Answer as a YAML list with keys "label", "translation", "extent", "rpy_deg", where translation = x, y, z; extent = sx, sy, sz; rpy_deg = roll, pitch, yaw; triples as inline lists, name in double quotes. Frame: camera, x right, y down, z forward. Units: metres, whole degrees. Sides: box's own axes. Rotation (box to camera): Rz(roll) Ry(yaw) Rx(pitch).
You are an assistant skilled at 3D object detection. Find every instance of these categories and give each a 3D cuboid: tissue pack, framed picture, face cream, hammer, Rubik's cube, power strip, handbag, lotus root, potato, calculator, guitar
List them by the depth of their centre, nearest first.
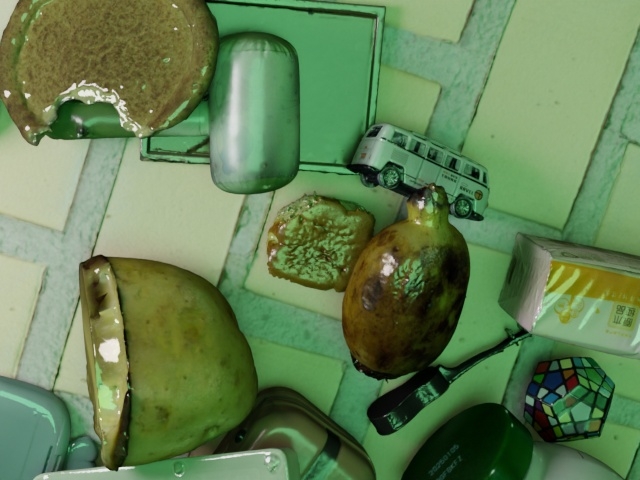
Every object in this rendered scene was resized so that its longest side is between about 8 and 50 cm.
- label: "hammer"
  translation: [-0.193, -0.159, 1.687]
  extent: [0.335, 0.119, 0.206]
  rpy_deg: [-1, 98, 0]
- label: "potato"
  translation: [-0.196, 0.154, 1.719]
  extent: [0.242, 0.285, 0.242]
  rpy_deg: [-13, 141, -11]
- label: "power strip"
  translation: [-0.213, 0.331, 1.724]
  extent: [0.385, 0.062, 0.091]
  rpy_deg: [-9, 82, 17]
- label: "lotus root"
  translation: [0.115, 0.068, 1.735]
  extent: [0.169, 0.141, 0.314]
  rpy_deg: [-24, 138, -43]
- label: "framed picture"
  translation: [-0.077, -0.207, 1.753]
  extent: [0.315, 0.024, 0.232]
  rpy_deg: [4, 101, -8]
- label: "tissue pack"
  translation: [0.377, 0.077, 1.782]
  extent: [0.225, 0.185, 0.124]
  rpy_deg: [12, 100, -8]
- label: "calculator"
  translation: [-0.446, 0.274, 1.798]
  extent: [0.299, 0.041, 0.185]
  rpy_deg: [18, 99, -11]
- label: "face cream"
  translation: [0.294, 0.411, 1.806]
  extent: [0.357, 0.219, 0.312]
  rpy_deg: [44, 123, -16]
- label: "handbag"
  translation: [-0.044, 0.384, 1.818]
  extent: [0.283, 0.149, 0.302]
  rpy_deg: [34, 94, -14]
- label: "guitar"
  translation: [0.185, 0.182, 1.844]
  extent: [0.271, 0.084, 0.038]
  rpy_deg: [-32, 102, -6]
- label: "Rubik's cube"
  translation: [0.346, 0.222, 1.845]
  extent: [0.133, 0.133, 0.112]
  rpy_deg: [-39, 127, 2]

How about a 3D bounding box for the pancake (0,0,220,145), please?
- label: "pancake"
  translation: [-0.272, -0.230, 1.653]
  extent: [0.288, 0.033, 0.286]
  rpy_deg: [41, 89, 19]

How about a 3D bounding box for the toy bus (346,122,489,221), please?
- label: "toy bus"
  translation: [0.139, -0.090, 1.764]
  extent: [0.194, 0.087, 0.089]
  rpy_deg: [22, 85, -19]

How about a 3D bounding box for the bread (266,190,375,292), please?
- label: "bread"
  translation: [0.000, 0.000, 1.780]
  extent: [0.140, 0.069, 0.128]
  rpy_deg: [12, 99, -10]
